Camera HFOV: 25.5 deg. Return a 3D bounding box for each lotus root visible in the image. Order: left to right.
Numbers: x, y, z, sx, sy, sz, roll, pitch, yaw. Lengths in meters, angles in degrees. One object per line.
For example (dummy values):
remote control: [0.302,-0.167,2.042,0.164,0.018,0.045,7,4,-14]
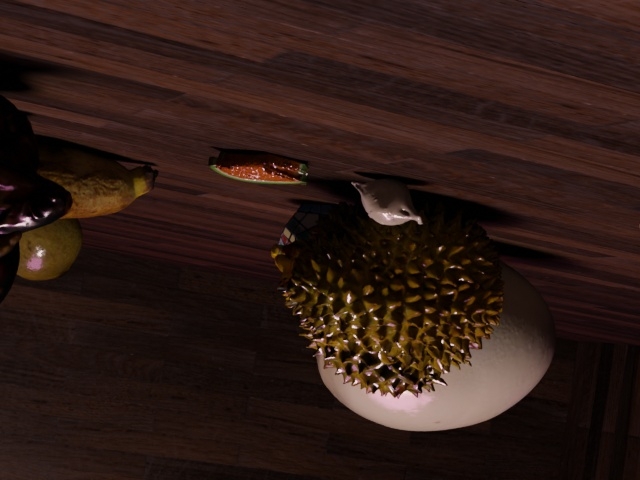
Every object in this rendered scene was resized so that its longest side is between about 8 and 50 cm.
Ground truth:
lotus root: [-0.287,-0.066,1.695,0.191,0.094,0.108,7,-148,-32]

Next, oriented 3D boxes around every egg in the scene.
egg: [0.164,0.135,2.019,0.345,0.283,0.283,8,175,-4]

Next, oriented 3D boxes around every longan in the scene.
longan: [-0.481,-0.014,2.377,0.155,0.145,0.176,-27,107,43]

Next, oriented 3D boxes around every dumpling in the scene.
dumpling: [0.072,-0.039,1.518,0.076,0.052,0.057,-2,162,10]

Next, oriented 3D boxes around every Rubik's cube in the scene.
Rubik's cube: [0.000,0.000,1.860,0.093,0.111,0.111,-29,152,33]

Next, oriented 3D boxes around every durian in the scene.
durian: [0.086,0.062,1.669,0.258,0.258,0.293,6,163,33]

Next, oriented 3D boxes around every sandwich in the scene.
sandwich: [-0.061,-0.078,1.510,0.101,0.026,0.069,3,168,26]

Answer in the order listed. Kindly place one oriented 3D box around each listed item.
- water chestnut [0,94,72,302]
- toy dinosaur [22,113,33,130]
water chestnut: [-0.364,-0.032,1.250,0.244,0.289,0.289,39,175,2]
toy dinosaur: [-0.393,-0.057,1.470,0.208,0.097,0.432,-22,-135,-23]
